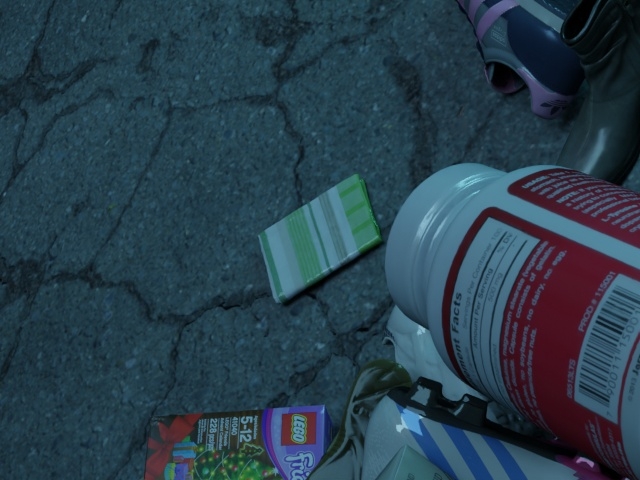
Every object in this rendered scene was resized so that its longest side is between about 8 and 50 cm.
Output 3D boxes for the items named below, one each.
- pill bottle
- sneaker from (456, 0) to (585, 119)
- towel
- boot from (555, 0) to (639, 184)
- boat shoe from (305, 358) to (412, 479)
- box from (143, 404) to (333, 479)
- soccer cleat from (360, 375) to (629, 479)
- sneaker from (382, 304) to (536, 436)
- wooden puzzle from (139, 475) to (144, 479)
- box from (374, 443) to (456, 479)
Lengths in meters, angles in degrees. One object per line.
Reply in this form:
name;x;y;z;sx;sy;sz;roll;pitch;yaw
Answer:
pill bottle;0.244;0.064;1.357;0.229;0.229;0.407;-56;39;-5
sneaker;0.204;-0.247;1.751;0.319;0.112;0.131;51;126;56
towel;0.000;0.000;1.817;0.152;0.023;0.113;-31;50;18
boot;0.288;-0.174;1.586;0.083;0.161;0.246;24;80;46
boat shoe;0.039;0.232;1.560;0.080;0.073;0.223;20;81;17
box;-0.091;0.320;1.604;0.201;0.057;0.293;-5;57;10
soccer cleat;0.191;0.242;1.381;0.331;0.116;0.143;22;96;12
sneaker;0.142;0.142;1.573;0.095;0.090;0.235;-56;40;22
wooden puzzle;-0.192;0.382;1.667;0.238;0.044;0.221;-36;53;-6
box;0.149;0.303;1.293;0.094;0.275;0.113;-54;2;22
